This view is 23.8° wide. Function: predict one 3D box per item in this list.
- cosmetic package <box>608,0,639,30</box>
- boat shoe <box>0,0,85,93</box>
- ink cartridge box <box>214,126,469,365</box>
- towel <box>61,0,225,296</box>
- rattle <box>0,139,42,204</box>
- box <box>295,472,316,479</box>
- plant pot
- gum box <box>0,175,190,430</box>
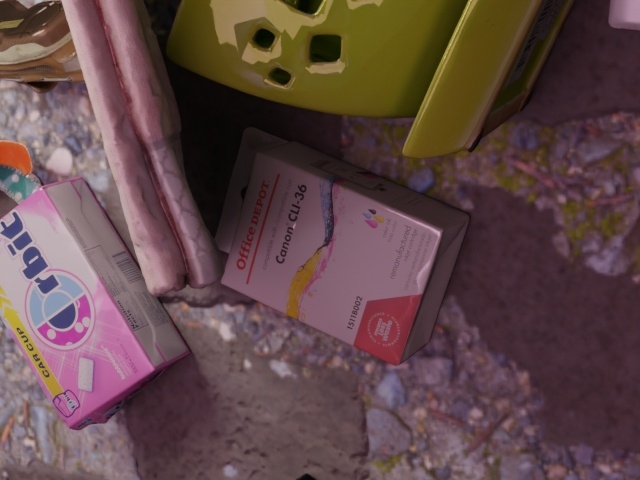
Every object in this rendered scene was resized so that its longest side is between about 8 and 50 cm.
[{"bbox_3d":[0.248,-0.249,0.967,0.085,0.117,0.231,9,105,25],"label":"cosmetic package"},{"bbox_3d":[-0.240,-0.148,1.227,0.190,0.068,0.072,15,146,53],"label":"boat shoe"},{"bbox_3d":[0.000,0.000,1.162,0.198,0.067,0.115,24,110,19],"label":"ink cartridge box"},{"bbox_3d":[-0.133,-0.123,1.067,0.053,0.332,0.317,-16,94,-4],"label":"towel"},{"bbox_3d":[-0.338,-0.086,1.326,0.200,0.143,0.130,-20,125,12],"label":"rattle"},{"bbox_3d":[-0.051,0.288,1.197,0.093,0.156,0.158,40,115,13],"label":"box"},{"bbox_3d":[0.061,-0.187,1.013,0.207,0.227,0.228,29,111,11],"label":"plant pot"},{"bbox_3d":[-0.203,0.056,1.272,0.107,0.062,0.188,-35,85,27],"label":"gum box"}]
